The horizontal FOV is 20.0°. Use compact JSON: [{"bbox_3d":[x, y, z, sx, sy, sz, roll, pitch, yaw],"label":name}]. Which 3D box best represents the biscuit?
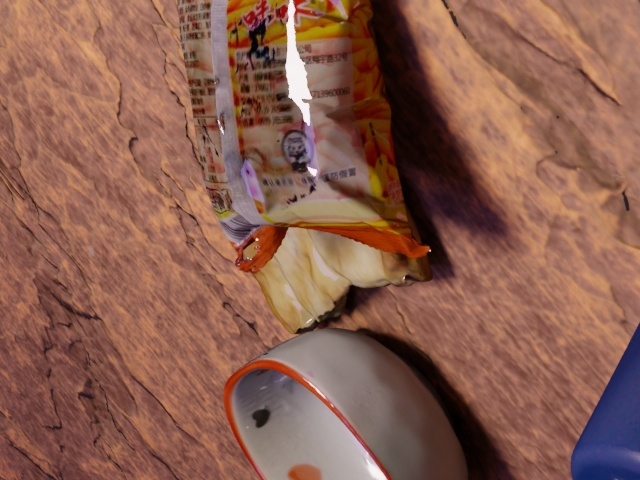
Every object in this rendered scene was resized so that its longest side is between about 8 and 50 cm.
[{"bbox_3d":[-0.003,-0.003,1.575,0.154,0.045,0.299,54,154,-4],"label":"biscuit"}]

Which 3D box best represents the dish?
[{"bbox_3d":[0.037,0.178,1.643,0.256,0.117,0.256,38,148,29],"label":"dish"}]

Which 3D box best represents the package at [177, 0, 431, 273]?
[{"bbox_3d":[-0.025,-0.112,1.385,0.223,0.108,0.288,-2,104,48],"label":"package"}]

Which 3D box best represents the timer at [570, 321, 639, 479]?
[{"bbox_3d":[0.214,0.250,1.110,0.270,0.383,0.270,36,163,13],"label":"timer"}]
